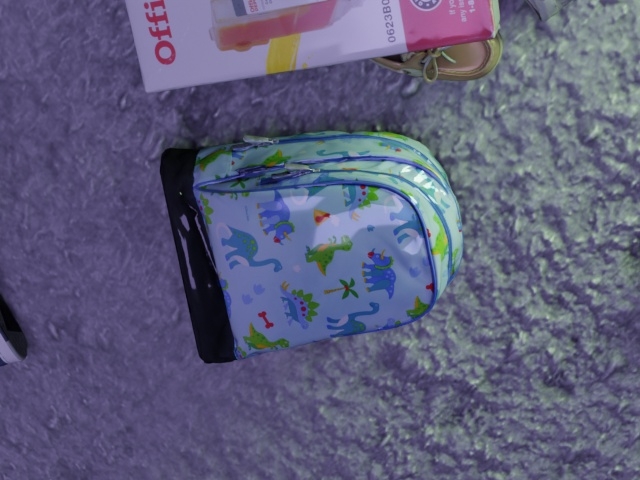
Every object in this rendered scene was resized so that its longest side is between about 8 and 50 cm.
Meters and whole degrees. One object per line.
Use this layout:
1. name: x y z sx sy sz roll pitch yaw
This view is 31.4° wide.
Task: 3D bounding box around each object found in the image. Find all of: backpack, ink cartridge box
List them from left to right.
1. ink cartridge box: -0.019 -0.325 1.208 0.385 0.160 0.279 -7 105 13
2. backpack: 0.000 0.000 1.408 0.356 0.273 0.290 -11 105 -7

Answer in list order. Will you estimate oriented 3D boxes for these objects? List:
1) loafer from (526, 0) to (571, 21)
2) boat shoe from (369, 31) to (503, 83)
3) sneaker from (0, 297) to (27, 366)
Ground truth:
1. loafer: 0.181 -0.380 1.304 0.319 0.112 0.111 37 100 -13
2. boat shoe: 0.083 -0.253 1.368 0.285 0.089 0.104 15 111 -4
3. sneaker: -0.517 0.091 1.527 0.163 0.086 0.226 -18 111 6
